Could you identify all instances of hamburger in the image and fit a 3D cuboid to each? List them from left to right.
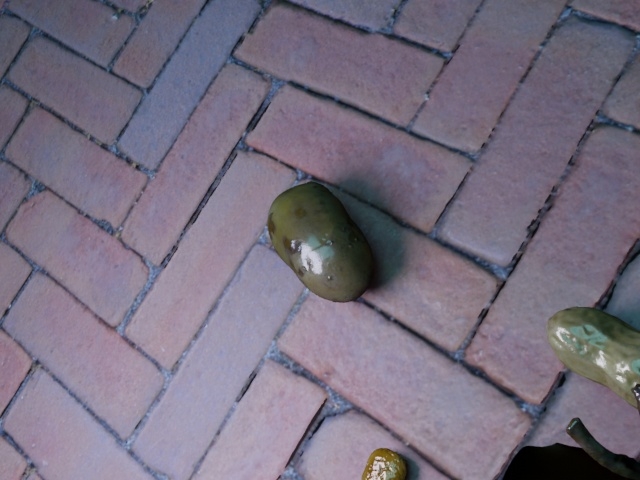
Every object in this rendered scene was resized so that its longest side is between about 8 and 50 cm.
[{"bbox_3d":[0.105,0.387,1.445,0.076,0.044,0.083,14,75,31],"label":"hamburger"}]

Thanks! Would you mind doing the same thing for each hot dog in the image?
[{"bbox_3d":[0.405,0.405,1.213,0.326,0.107,0.194,24,43,16],"label":"hot dog"}]

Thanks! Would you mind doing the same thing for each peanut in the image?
[{"bbox_3d":[0.449,0.175,1.296,0.257,0.123,0.123,29,86,31],"label":"peanut"}]

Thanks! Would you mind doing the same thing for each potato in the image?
[{"bbox_3d":[0.000,0.000,1.584,0.165,0.165,0.262,-46,50,5],"label":"potato"}]

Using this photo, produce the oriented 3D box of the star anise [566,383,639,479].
[{"bbox_3d":[0.516,0.326,1.158,0.350,0.109,0.292,-4,51,-12],"label":"star anise"}]
